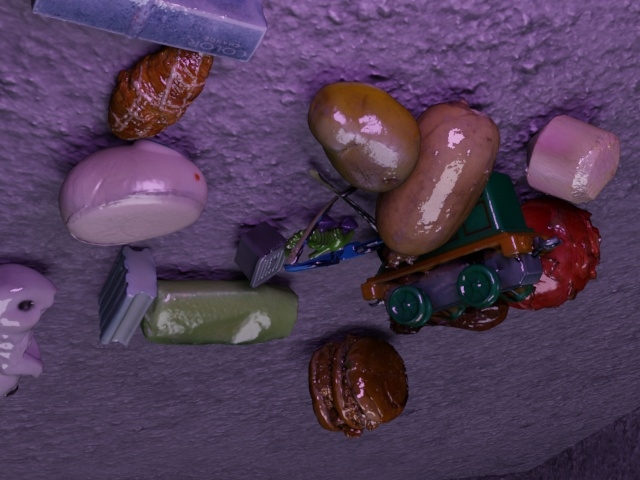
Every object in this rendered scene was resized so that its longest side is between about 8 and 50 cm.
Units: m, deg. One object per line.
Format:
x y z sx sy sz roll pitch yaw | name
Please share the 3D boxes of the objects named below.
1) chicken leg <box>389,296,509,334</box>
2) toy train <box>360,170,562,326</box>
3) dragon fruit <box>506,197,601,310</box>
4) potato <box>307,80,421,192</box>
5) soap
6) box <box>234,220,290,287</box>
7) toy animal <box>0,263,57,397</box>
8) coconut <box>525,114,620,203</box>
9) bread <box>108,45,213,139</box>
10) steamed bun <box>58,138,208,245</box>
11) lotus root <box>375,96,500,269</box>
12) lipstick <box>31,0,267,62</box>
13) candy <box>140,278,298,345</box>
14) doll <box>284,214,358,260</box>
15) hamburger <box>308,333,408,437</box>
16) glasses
0.325 0.197 1.971 0.304 0.093 0.113 -11 160 3 | chicken leg
0.251 0.021 1.511 0.429 0.249 0.178 -21 168 37 | toy train
0.453 0.030 1.610 0.252 0.241 0.241 -33 144 33 | dragon fruit
0.061 -0.166 1.222 0.194 0.157 0.157 25 132 -35 | potato
-0.377 0.111 1.524 0.063 0.114 0.198 6 144 -29 | soap
-0.115 0.025 1.509 0.084 0.069 0.122 -34 161 -33 | box
-0.646 0.180 1.495 0.258 0.194 0.357 22 123 -10 | toy animal
0.441 -0.148 1.406 0.147 0.153 0.147 -28 130 -38 | coconut
-0.232 -0.207 1.113 0.105 0.076 0.233 18 135 -44 | bread
-0.294 -0.081 1.233 0.228 0.130 0.177 -11 159 -7 | steamed bun
0.188 -0.080 1.344 0.169 0.151 0.342 0 125 -38 | lotus root
-0.206 -0.294 0.979 0.290 0.076 0.077 8 141 -31 | lipstick
-0.211 0.143 1.643 0.344 0.132 0.142 5 102 -31 | candy
0.000 0.000 1.520 0.190 0.050 0.115 2 127 -53 | doll
0.094 0.359 2.012 0.211 0.245 0.260 -14 -167 29 | hamburger
0.037 -0.031 1.409 0.239 0.102 0.207 -20 131 -35 | glasses
